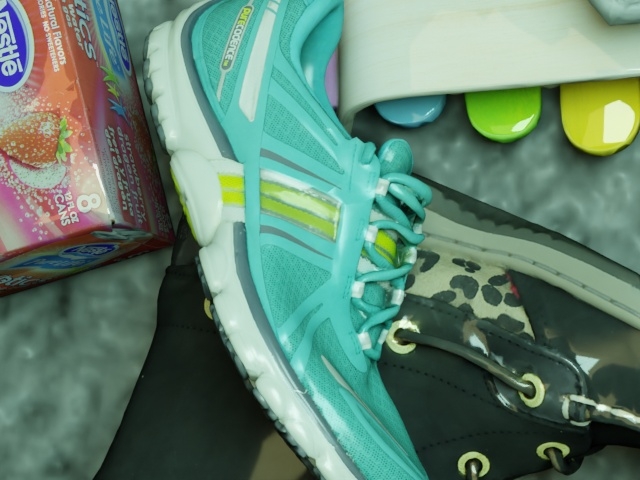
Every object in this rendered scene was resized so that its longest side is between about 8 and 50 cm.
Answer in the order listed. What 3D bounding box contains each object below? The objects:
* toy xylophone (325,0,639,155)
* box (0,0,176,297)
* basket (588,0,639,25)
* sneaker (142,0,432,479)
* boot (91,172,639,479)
[{"bbox_3d":[0.147,-0.155,0.972,0.322,0.081,0.236,4,80,13],"label":"toy xylophone"},{"bbox_3d":[-0.178,-0.105,1.016,0.128,0.122,0.257,-17,81,10],"label":"box"},{"bbox_3d":[0.256,-0.310,0.817,0.328,0.266,0.331,-11,75,-11],"label":"basket"},{"bbox_3d":[0.000,0.000,0.861,0.110,0.107,0.275,-20,70,5],"label":"sneaker"},{"bbox_3d":[0.053,0.126,0.934,0.377,0.138,0.284,25,88,17],"label":"boot"}]
